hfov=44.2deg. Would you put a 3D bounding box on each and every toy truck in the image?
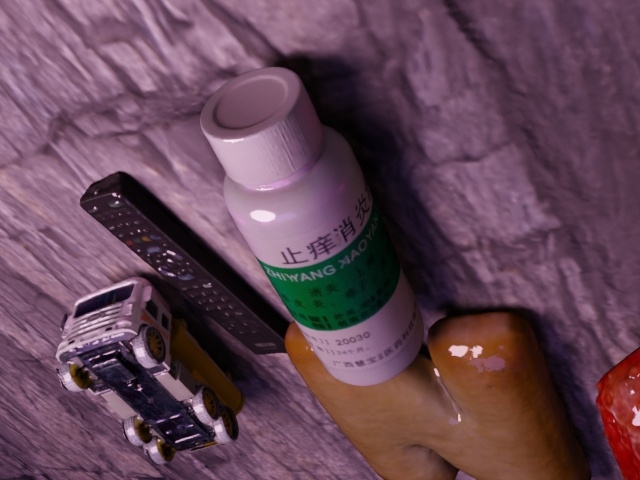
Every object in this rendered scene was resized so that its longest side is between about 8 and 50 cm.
[{"bbox_3d":[-0.161,0.133,0.790,0.098,0.114,0.227,-20,132,13],"label":"toy truck"}]

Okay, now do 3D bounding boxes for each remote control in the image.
[{"bbox_3d":[-0.112,0.032,0.710,0.063,0.025,0.245,-13,133,38],"label":"remote control"}]

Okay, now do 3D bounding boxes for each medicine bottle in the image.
[{"bbox_3d":[0.000,0.000,0.561,0.095,0.095,0.260,-2,139,27],"label":"medicine bottle"}]

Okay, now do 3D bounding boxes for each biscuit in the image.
[{"bbox_3d":[0.116,0.167,0.749,0.237,0.062,0.290,-3,137,28],"label":"biscuit"}]

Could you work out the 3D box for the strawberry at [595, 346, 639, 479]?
[{"bbox_3d":[0.352,0.186,0.558,0.261,0.257,0.261,-5,140,-4],"label":"strawberry"}]
